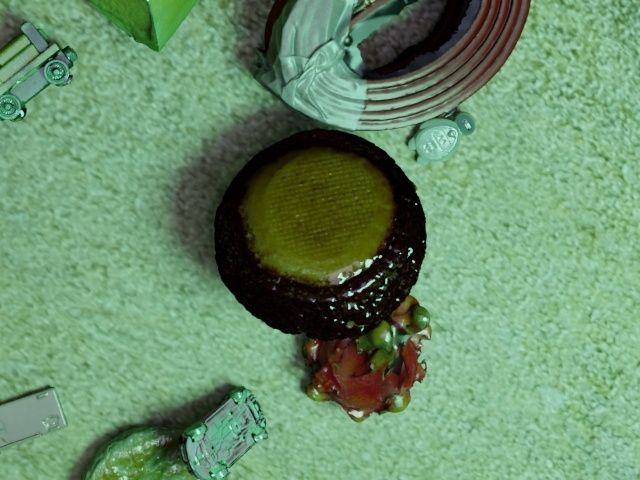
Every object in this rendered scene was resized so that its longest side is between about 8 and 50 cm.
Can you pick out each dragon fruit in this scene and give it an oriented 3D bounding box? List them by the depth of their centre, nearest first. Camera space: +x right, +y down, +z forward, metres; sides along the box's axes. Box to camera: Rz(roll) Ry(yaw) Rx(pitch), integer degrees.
[{"bbox_3d":[0.066,0.127,1.540,0.133,0.208,0.150,8,56,-28],"label":"dragon fruit"}]

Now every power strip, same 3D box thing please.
[{"bbox_3d":[0.145,-0.125,1.566,0.083,0.035,0.055,-31,107,7],"label":"power strip"}]

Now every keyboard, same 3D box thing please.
[{"bbox_3d":[-0.376,0.219,1.508,0.166,0.017,0.055,-18,100,-10],"label":"keyboard"}]

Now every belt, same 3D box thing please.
[{"bbox_3d":[0.079,-0.241,1.478,0.324,0.115,0.227,-34,106,-5],"label":"belt"}]

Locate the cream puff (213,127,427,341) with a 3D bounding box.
[{"bbox_3d":[0.000,0.000,1.460,0.239,0.165,0.239,-2,65,5],"label":"cream puff"}]

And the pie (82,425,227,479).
[{"bbox_3d":[-0.196,0.306,1.556,0.187,0.041,0.187,-3,102,-14],"label":"pie"}]

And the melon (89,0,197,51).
[{"bbox_3d":[-0.148,-0.383,1.392,0.196,0.124,0.323,39,83,-19],"label":"melon"}]

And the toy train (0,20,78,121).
[{"bbox_3d":[-0.325,-0.181,1.426,0.122,0.050,0.081,-40,100,-2],"label":"toy train"}]

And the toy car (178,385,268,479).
[{"bbox_3d":[-0.116,0.226,1.526,0.142,0.055,0.069,-38,106,-48],"label":"toy car"}]
